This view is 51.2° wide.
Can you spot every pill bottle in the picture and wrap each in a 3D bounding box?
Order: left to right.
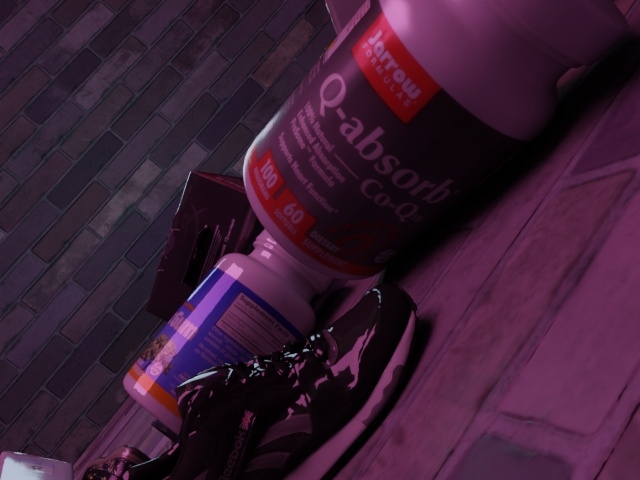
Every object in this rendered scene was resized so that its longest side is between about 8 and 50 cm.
[{"bbox_3d":[-0.102,0.113,0.835,0.272,0.152,0.152,-53,8,-14],"label":"pill bottle"},{"bbox_3d":[0.097,-0.138,0.671,0.363,0.210,0.210,-45,9,35],"label":"pill bottle"}]

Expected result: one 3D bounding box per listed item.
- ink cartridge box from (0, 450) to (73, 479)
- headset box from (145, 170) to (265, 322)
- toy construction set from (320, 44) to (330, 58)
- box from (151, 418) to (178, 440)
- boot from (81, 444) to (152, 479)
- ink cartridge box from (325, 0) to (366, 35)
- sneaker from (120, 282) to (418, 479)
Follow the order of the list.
[{"bbox_3d":[-0.302,0.398,0.583,0.385,0.091,0.308,6,77,68],"label":"ink cartridge box"},{"bbox_3d":[-0.133,0.018,1.028,0.218,0.110,0.293,-70,-18,8],"label":"headset box"},{"bbox_3d":[0.059,-0.243,1.287,0.257,0.237,0.309,-45,10,31],"label":"toy construction set"},{"bbox_3d":[-0.172,0.227,1.025,0.183,0.059,0.232,-53,8,-22],"label":"box"},{"bbox_3d":[-0.365,0.434,1.051,0.236,0.085,0.179,-43,13,41],"label":"boot"},{"bbox_3d":[0.213,-0.386,0.964,0.285,0.166,0.395,-8,30,28],"label":"ink cartridge box"},{"bbox_3d":[-0.043,0.129,0.517,0.283,0.124,0.107,-51,8,-8],"label":"sneaker"}]
